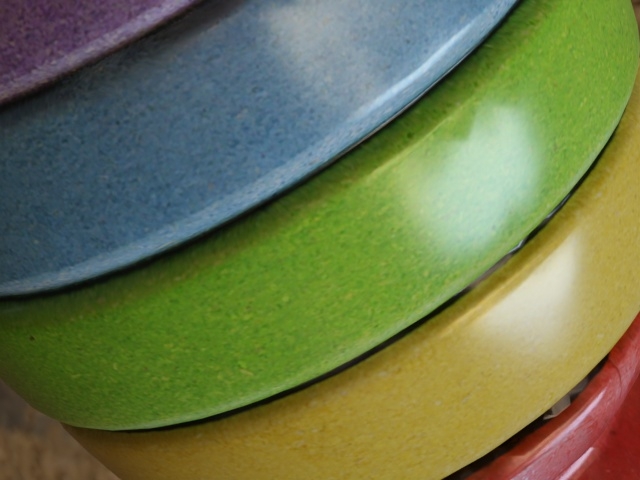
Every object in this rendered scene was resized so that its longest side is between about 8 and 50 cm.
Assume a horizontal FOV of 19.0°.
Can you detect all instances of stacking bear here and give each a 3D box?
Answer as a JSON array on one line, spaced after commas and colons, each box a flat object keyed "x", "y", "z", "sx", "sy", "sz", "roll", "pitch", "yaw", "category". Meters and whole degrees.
[{"x": 0.000, "y": 0.000, "z": 0.392, "sx": 0.175, "sy": 0.289, "sz": 0.164, "roll": -4, "pitch": -144, "yaw": 46, "category": "stacking bear"}]
